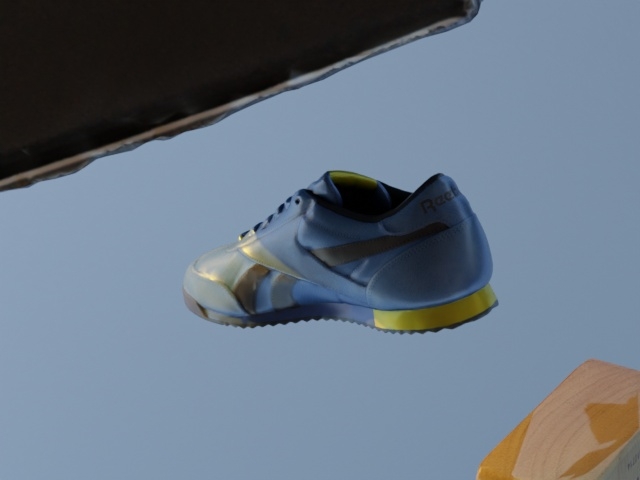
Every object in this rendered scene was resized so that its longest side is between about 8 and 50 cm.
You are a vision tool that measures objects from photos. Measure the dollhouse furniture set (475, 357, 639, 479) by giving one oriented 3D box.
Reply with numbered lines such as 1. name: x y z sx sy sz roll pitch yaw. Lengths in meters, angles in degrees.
1. dollhouse furniture set: -0.008 0.089 0.328 0.123 0.151 0.144 14 -56 36

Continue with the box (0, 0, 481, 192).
1. box: -0.113 -0.303 0.668 0.297 0.472 0.479 -17 -79 16

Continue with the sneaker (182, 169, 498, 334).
1. sneaker: 0.000 0.000 0.763 0.209 0.069 0.082 -2 -70 47
